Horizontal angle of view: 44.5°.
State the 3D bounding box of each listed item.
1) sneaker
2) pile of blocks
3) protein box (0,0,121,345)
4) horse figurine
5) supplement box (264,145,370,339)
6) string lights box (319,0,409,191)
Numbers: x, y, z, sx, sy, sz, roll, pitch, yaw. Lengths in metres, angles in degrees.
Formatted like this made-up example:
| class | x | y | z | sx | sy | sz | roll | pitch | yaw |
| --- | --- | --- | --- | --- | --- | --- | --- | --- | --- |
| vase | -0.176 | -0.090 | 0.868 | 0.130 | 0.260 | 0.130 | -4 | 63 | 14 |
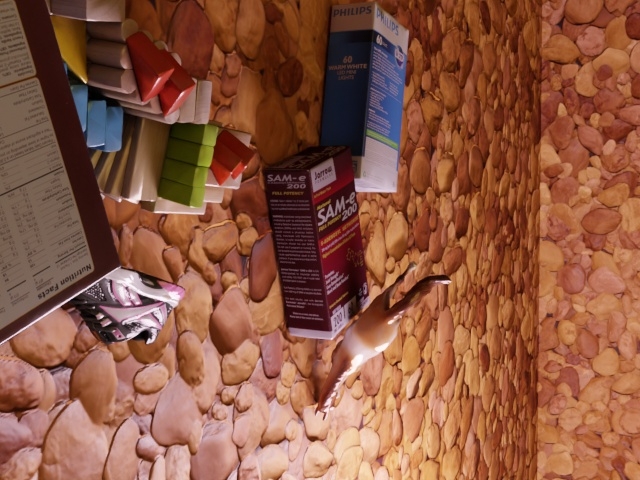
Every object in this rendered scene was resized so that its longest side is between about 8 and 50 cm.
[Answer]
| class | x | y | z | sx | sy | sz | roll | pitch | yaw |
| --- | --- | --- | --- | --- | --- | --- | --- | --- | --- |
| sneaker | -0.200 | 0.060 | 0.743 | 0.178 | 0.072 | 0.077 | 27 | 79 | -52 |
| pile of blocks | -0.162 | -0.113 | 0.715 | 0.149 | 0.112 | 0.362 | -65 | 149 | -14 |
| protein box | -0.263 | -0.050 | 0.484 | 0.136 | 0.199 | 0.201 | -40 | 127 | -52 |
| horse figurine | 0.079 | 0.132 | 1.142 | 0.066 | 0.263 | 0.174 | 41 | 40 | 3 |
| supplement box | 0.000 | 0.000 | 1.084 | 0.130 | 0.073 | 0.240 | -37 | 123 | -55 |
| string lights box | 0.068 | -0.210 | 1.182 | 0.133 | 0.076 | 0.260 | 12 | 82 | -61 |
